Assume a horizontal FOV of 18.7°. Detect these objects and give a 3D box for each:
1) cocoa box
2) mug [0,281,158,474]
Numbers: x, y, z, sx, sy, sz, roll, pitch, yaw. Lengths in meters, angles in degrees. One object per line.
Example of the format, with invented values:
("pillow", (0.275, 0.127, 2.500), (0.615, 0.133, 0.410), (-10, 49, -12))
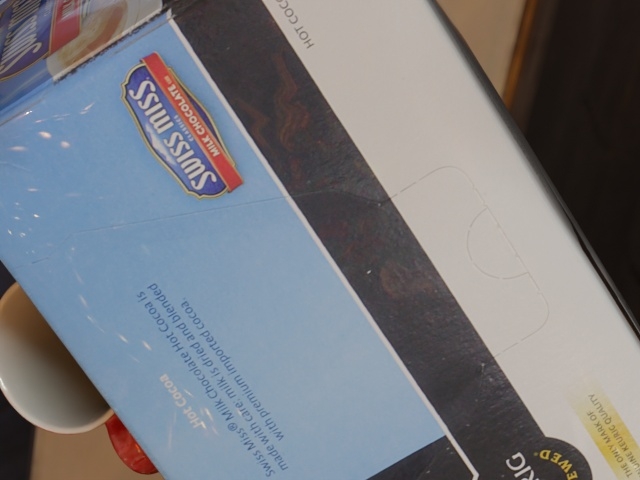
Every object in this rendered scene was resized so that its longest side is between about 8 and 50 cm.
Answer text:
("cocoa box", (0.000, 0.000, 0.982), (0.228, 0.347, 0.231), (-31, 22, 8))
("mug", (-0.139, 0.079, 1.372), (0.113, 0.150, 0.169), (1, 9, 24))
